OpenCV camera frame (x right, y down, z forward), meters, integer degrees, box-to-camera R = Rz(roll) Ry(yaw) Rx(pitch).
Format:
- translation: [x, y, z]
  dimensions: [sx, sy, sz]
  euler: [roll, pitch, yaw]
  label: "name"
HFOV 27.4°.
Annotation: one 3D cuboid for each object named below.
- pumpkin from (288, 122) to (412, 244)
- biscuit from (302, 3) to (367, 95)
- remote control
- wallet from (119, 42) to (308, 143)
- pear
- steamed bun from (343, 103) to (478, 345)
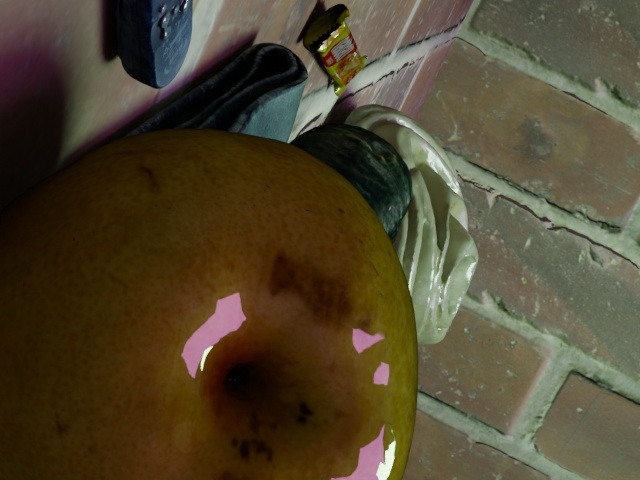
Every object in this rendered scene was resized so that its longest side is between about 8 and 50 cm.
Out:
- translation: [-0.002, 0.000, 1.112]
  dimensions: [0.212, 0.152, 0.211]
  euler: [-50, -176, 5]
  label: "pumpkin"
- translation: [0.015, -0.166, 1.157]
  dimensions: [0.048, 0.026, 0.292]
  euler: [-44, 176, 4]
  label: "biscuit"
- translation: [-0.070, -0.116, 0.546]
  dimensions: [0.043, 0.027, 0.152]
  euler: [-53, 170, -28]
  label: "remote control"
- translation: [-0.101, 0.022, 0.793]
  dimensions: [0.251, 0.054, 0.290]
  euler: [-67, 172, 27]
  label: "wallet"
- translation: [-0.059, 0.055, 0.560]
  dimensions: [0.209, 0.209, 0.209]
  euler: [-62, 175, -9]
  label: "pear"
- translation: [0.063, 0.021, 1.502]
  dimensions: [0.310, 0.219, 0.324]
  euler: [-62, 175, 0]
  label: "steamed bun"
